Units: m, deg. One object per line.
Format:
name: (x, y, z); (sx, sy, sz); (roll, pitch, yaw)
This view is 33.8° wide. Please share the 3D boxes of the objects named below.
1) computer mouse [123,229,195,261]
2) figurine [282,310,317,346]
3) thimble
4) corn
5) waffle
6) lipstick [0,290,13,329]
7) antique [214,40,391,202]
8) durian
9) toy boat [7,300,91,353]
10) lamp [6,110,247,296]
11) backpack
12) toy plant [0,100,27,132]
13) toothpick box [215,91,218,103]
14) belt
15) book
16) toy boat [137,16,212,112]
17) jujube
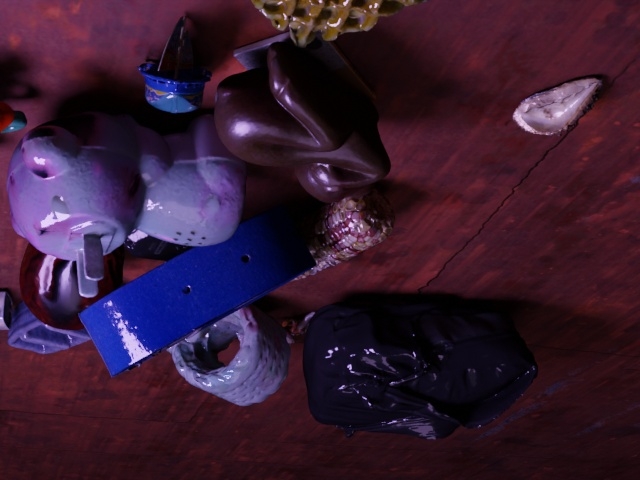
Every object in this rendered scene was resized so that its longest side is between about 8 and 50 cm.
computer mouse: (-0.233, -0.010, 1.656); (0.172, 0.057, 0.099); (3, 147, -34)
figurine: (-0.045, 0.172, 2.069); (0.109, 0.047, 0.064); (-37, 135, 18)
thimble: (-0.172, 0.207, 1.973); (0.211, 0.185, 0.149); (-7, 154, 31)
corn: (0.000, 0.000, 1.660); (0.098, 0.098, 0.290); (18, 148, -35)
waffle: (0.016, -0.293, 1.107); (0.204, 0.054, 0.223); (-15, 153, 25)
lipstick: (-0.691, 0.130, 1.903); (0.252, 0.077, 0.079); (-1, 154, 0)
antique: (-0.020, -0.130, 1.310); (0.143, 0.121, 0.257); (-33, 141, 27)
durian: (0.318, -0.179, 1.393); (0.130, 0.052, 0.066); (-21, 110, 29)
toy boat: (-0.465, 0.142, 1.942); (0.283, 0.078, 0.127); (-24, 146, 37)
lamp: (-0.257, -0.049, 1.390); (0.301, 0.248, 0.247); (1, 158, -22)
backpack: (0.191, 0.249, 2.016); (0.445, 0.255, 0.363); (-5, 158, -6)
toy plant: (-0.566, -0.115, 1.302); (0.400, 0.185, 0.279); (-16, 149, -8)
toothpick box: (-0.100, -0.167, 1.364); (0.047, 0.047, 0.083); (-9, 153, 16)
belt: (-0.182, 0.072, 1.574); (0.347, 0.117, 0.212); (-29, 179, -6)
book: (-0.017, -0.208, 1.326); (0.118, 0.012, 0.172); (-13, 152, 24)
toy boat: (-0.170, -0.208, 1.235); (0.091, 0.110, 0.175); (4, -165, -9)
jujube: (-0.387, 0.034, 1.649); (0.168, 0.168, 0.236); (7, 136, -17)
